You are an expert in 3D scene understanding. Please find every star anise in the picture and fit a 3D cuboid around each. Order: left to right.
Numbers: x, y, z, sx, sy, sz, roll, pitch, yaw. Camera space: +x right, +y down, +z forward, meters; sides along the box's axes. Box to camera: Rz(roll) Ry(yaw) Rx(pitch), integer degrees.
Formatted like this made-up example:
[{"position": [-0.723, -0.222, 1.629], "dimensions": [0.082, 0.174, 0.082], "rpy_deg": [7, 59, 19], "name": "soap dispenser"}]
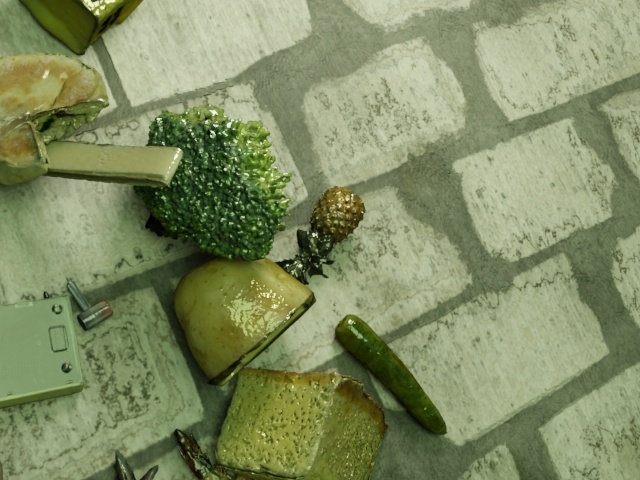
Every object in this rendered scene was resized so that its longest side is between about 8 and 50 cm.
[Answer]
[{"position": [-0.363, 0.508, 1.563], "dimensions": [0.180, 0.061, 0.204], "rpy_deg": [-41, 95, -26], "name": "star anise"}]

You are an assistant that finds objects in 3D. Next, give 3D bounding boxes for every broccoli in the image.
[{"position": [-0.214, -0.124, 1.653], "dimensions": [0.338, 0.317, 0.277], "rpy_deg": [6, 103, 6], "name": "broccoli"}]

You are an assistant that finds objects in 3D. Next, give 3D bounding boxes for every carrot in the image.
[{"position": [0.167, 0.306, 1.852], "dimensions": [0.358, 0.074, 0.074], "rpy_deg": [47, 63, -8], "name": "carrot"}]

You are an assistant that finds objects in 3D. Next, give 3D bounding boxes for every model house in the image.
[{"position": [-0.482, -0.542, 1.743], "dimensions": [0.193, 0.175, 0.234], "rpy_deg": [44, 53, -8], "name": "model house"}]

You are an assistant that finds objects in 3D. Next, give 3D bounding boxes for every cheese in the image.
[{"position": [-0.450, -0.150, 1.578], "dimensions": [0.400, 0.034, 0.085], "rpy_deg": [5, 62, 20], "name": "cheese"}]

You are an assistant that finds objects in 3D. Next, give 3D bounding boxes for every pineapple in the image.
[{"position": [0.000, 0.000, 1.838], "dimensions": [0.125, 0.125, 0.251], "rpy_deg": [40, 70, -10], "name": "pineapple"}]

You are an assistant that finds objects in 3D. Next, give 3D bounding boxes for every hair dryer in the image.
[{"position": [-0.467, 0.116, 1.638], "dimensions": [0.063, 0.037, 0.114], "rpy_deg": [-34, 84, -29], "name": "hair dryer"}]

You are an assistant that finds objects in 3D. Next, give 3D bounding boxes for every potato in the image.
[{"position": [-0.170, 0.130, 1.672], "dimensions": [0.285, 0.242, 0.242], "rpy_deg": [-39, 94, -13], "name": "potato"}]

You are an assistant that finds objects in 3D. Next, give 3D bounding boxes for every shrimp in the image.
[{"position": [-0.199, 0.424, 1.673], "dimensions": [0.148, 0.035, 0.195], "rpy_deg": [-40, 98, -26], "name": "shrimp"}]

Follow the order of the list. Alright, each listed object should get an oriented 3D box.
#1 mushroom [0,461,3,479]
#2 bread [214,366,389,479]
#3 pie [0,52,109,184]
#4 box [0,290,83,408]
[{"position": [-0.654, 0.421, 1.398], "dimensions": [0.207, 0.207, 0.215], "rpy_deg": [22, 103, -18], "name": "mushroom"}, {"position": [-0.034, 0.403, 1.726], "dimensions": [0.279, 0.315, 0.248], "rpy_deg": [6, 63, 19], "name": "bread"}, {"position": [-0.578, -0.250, 1.604], "dimensions": [0.337, 0.075, 0.337], "rpy_deg": [-2, 56, 3], "name": "pie"}, {"position": [-0.592, 0.208, 1.548], "dimensions": [0.270, 0.045, 0.211], "rpy_deg": [-6, 80, -26], "name": "box"}]
